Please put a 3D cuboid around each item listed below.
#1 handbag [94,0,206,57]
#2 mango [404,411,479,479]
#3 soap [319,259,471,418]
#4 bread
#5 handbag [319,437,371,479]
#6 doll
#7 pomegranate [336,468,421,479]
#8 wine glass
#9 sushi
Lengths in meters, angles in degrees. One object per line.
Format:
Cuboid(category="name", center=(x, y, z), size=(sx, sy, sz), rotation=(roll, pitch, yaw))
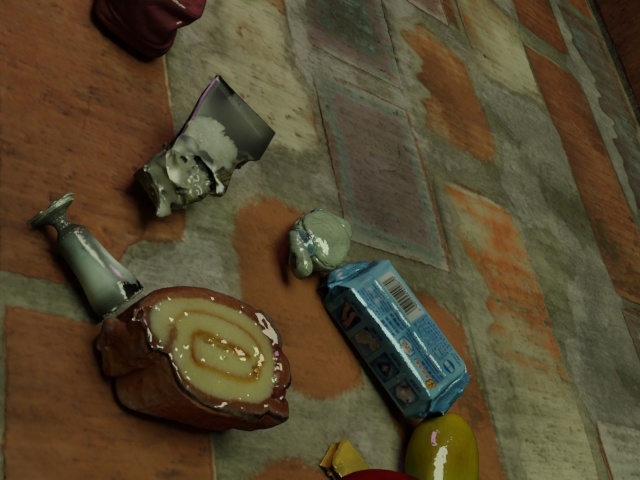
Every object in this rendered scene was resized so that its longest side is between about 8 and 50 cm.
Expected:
Cuboid(category="handbag", center=(-0.265, -0.407, 1.532), size=(0.146, 0.135, 0.225), rotation=(33, 37, -29))
Cuboid(category="mango", center=(0.189, 0.359, 1.500), size=(0.130, 0.092, 0.194), rotation=(47, 39, -13))
Cuboid(category="soap", center=(0.125, 0.156, 1.583), size=(0.293, 0.077, 0.156), rotation=(55, 36, 8))
Cuboid(category="bread", center=(-0.166, 0.146, 1.219), size=(0.244, 0.123, 0.190), rotation=(24, 45, -38))
Cuboid(category="handbag", center=(0.042, 0.338, 1.397), size=(0.083, 0.027, 0.061), rotation=(53, 34, -7))
Cuboid(category="doll", center=(0.000, 0.000, 1.574), size=(0.103, 0.071, 0.214), rotation=(54, 30, -5))
Cuboid(category="pomegranate", center=(0.078, 0.412, 1.237), size=(0.210, 0.210, 0.235), rotation=(-27, 112, -55))
Cuboid(category="wine glass", center=(-0.297, 0.021, 1.209), size=(0.155, 0.072, 0.072), rotation=(53, 35, -3))
Cuboid(category="sushi", center=(-0.195, -0.108, 1.421), size=(0.134, 0.109, 0.273), rotation=(47, 50, -20))
